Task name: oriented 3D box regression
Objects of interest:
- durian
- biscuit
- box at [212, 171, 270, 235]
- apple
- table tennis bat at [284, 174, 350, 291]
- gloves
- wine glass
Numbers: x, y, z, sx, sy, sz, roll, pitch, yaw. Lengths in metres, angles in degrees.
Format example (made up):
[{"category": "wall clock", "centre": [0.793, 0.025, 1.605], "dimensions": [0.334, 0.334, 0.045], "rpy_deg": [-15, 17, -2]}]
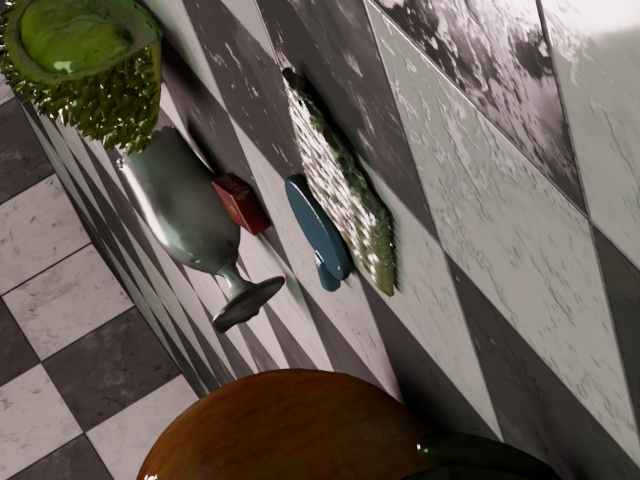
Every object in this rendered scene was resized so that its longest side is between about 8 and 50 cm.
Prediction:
[{"category": "durian", "centre": [-0.241, -0.203, 2.085], "dimensions": [0.158, 0.169, 0.352], "rpy_deg": [31, -169, -37]}, {"category": "biscuit", "centre": [0.018, -0.039, 1.562], "dimensions": [0.144, 0.016, 0.203], "rpy_deg": [56, 171, 21]}, {"category": "box", "centre": [-0.083, -0.038, 2.073], "dimensions": [0.051, 0.023, 0.082], "rpy_deg": [61, 171, -20]}, {"category": "apple", "centre": [0.007, 0.316, 1.863], "dimensions": [0.400, 0.334, 0.400], "rpy_deg": [-21, -90, -84]}, {"category": "table tennis bat", "centre": [0.000, 0.000, 1.777], "dimensions": [0.100, 0.019, 0.155], "rpy_deg": [53, 167, 32]}, {"category": "gloves", "centre": [0.158, 0.231, 1.418], "dimensions": [0.268, 0.107, 0.135], "rpy_deg": [44, -175, -22]}, {"category": "wine glass", "centre": [-0.133, -0.015, 2.183], "dimensions": [0.222, 0.103, 0.103], "rpy_deg": [57, 171, 13]}]
